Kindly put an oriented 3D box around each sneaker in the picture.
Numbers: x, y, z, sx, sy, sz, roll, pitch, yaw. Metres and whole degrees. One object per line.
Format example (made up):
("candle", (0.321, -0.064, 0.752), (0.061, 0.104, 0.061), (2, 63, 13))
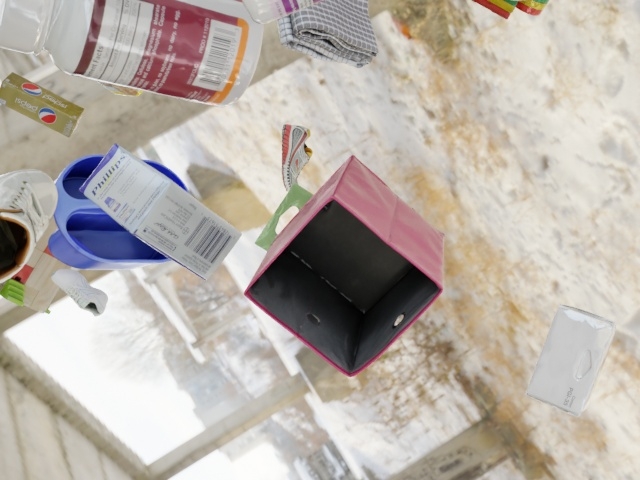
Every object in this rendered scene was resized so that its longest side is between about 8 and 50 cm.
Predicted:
("sneaker", (-0.555, 0.120, 1.734), (0.152, 0.054, 0.061), (40, -158, -30))
("sneaker", (-0.377, -0.010, 0.921), (0.290, 0.123, 0.105), (-70, -33, -59))
("sneaker", (-0.069, -0.234, 2.217), (0.088, 0.093, 0.225), (-96, 8, -55))

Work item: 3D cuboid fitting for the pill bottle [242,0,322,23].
("pill bottle", (0.030, -0.386, 0.878), (0.169, 0.302, 0.169), (-21, -90, -86))

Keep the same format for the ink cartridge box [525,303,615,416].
("ink cartridge box", (0.543, 0.252, 1.606), (0.117, 0.207, 0.283), (21, 180, 24))

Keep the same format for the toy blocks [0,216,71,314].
("toy blocks", (-0.777, 0.010, 1.923), (0.191, 0.260, 0.381), (19, 166, 41))

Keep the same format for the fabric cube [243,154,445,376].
("fabric cube", (0.056, 0.042, 1.390), (0.259, 0.254, 0.258), (40, -158, -7))

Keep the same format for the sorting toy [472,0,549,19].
("sorting toy", (0.363, -0.553, 1.547), (0.255, 0.257, 0.089), (50, 134, 23))

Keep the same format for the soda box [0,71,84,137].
("soda box", (-0.647, -0.314, 1.737), (0.181, 0.058, 0.061), (28, -148, -14))

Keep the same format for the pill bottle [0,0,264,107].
("pill bottle", (-0.312, -0.363, 1.230), (0.224, 0.393, 0.223), (-23, 63, 57))

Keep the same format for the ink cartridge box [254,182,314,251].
("ink cartridge box", (0.000, 0.000, 1.628), (0.235, 0.171, 0.056), (33, 171, -3))

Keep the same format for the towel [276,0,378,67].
("towel", (0.017, -0.572, 1.890), (0.121, 0.284, 0.234), (-34, 61, 42))

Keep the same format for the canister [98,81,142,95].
("canister", (-0.509, -0.415, 1.788), (0.126, 0.073, 0.170), (12, 167, 33))

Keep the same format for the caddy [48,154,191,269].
("caddy", (-0.440, -0.059, 1.660), (0.179, 0.342, 0.241), (-21, 74, 45))

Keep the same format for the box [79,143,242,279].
("box", (-0.183, -0.033, 0.858), (0.137, 0.072, 0.126), (32, 174, 43))
